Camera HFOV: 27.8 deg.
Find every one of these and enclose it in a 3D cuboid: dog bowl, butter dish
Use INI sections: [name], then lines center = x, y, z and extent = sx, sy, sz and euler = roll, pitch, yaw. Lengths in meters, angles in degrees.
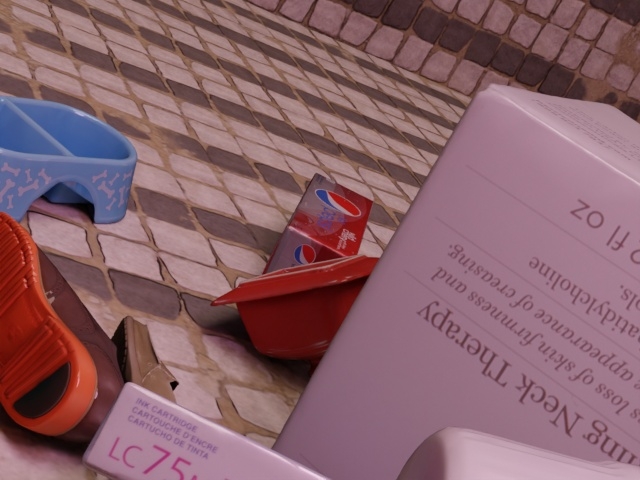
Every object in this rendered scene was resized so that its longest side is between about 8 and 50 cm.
[dog bowl]
center = -0.317, -0.093, 1.393
extent = 0.166, 0.074, 0.297
euler = 38, 20, 27
[butter dish]
center = -0.005, 0.084, 1.329
extent = 0.160, 0.118, 0.160
euler = -12, 1, 24

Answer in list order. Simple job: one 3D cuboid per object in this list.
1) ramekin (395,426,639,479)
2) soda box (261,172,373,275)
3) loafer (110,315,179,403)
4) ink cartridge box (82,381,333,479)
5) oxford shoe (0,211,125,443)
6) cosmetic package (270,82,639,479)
[ramekin]
center = 0.095, 0.248, 0.782
extent = 0.135, 0.277, 0.277
euler = 20, 19, -3
[soda box]
center = 0.000, 0.000, 1.595
extent = 0.092, 0.083, 0.263
euler = 28, 19, -1
[loafer]
center = -0.151, 0.122, 1.096
extent = 0.050, 0.056, 0.148
euler = 20, 30, -27
[ink cartridge box]
center = -0.056, 0.170, 0.863
extent = 0.186, 0.065, 0.311
euler = 27, -15, -1
[oxford shoe]
center = -0.233, 0.076, 1.070
extent = 0.098, 0.097, 0.271
euler = 39, 10, -45
[cosmetic package]
center = 0.223, 0.126, 1.084
extent = 0.329, 0.393, 0.327
euler = 37, 19, 23
